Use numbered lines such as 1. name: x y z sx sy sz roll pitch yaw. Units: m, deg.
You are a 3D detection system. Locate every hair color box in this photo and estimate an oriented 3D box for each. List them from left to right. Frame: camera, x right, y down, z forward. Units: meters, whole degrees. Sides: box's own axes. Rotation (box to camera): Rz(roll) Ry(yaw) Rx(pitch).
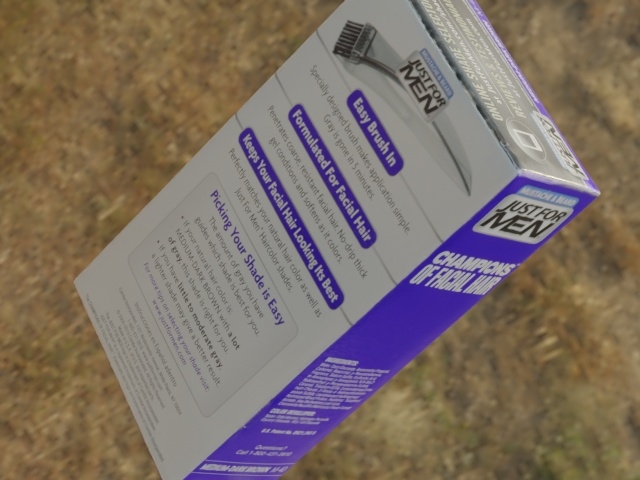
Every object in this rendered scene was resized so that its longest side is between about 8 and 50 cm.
1. hair color box: 0.000 0.000 1.188 0.110 0.339 0.185 10 44 -49
